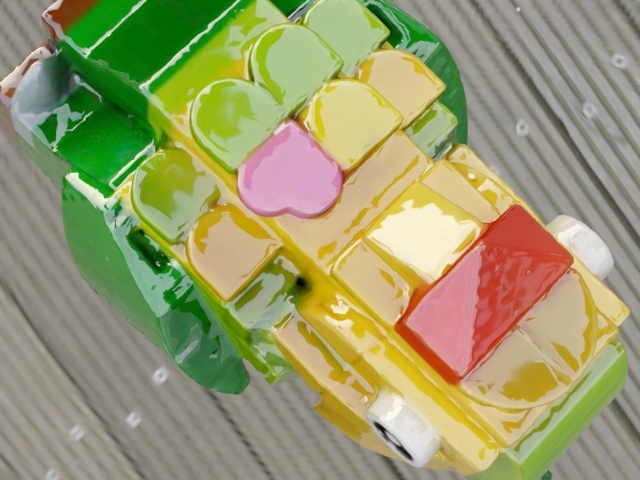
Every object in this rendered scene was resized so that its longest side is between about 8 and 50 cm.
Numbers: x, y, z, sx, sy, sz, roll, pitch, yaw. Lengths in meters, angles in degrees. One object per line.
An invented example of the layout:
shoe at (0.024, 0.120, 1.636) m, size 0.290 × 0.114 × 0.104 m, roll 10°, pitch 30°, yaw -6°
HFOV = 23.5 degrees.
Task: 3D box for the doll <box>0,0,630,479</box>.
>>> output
doll at (-0.002, -0.005, 0.404) m, size 0.106 × 0.134 × 0.186 m, roll -43°, pitch 57°, yaw -15°
